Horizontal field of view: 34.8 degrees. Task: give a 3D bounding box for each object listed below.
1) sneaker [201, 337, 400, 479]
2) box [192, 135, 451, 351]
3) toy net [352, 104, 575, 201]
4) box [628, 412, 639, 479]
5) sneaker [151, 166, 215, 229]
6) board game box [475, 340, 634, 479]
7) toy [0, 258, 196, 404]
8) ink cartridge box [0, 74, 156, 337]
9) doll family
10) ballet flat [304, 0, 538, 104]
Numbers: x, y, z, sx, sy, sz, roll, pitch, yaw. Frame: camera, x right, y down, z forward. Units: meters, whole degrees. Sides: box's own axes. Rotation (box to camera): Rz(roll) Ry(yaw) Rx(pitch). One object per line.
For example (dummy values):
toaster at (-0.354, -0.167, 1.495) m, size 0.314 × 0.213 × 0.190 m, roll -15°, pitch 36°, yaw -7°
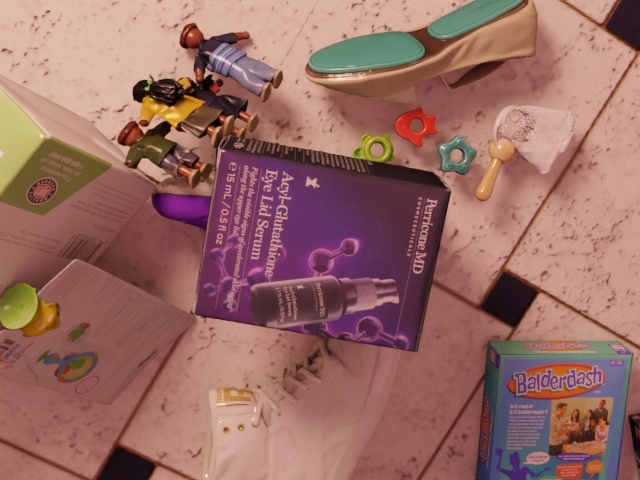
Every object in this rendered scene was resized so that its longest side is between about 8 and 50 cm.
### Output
sneaker at (-0.031, 0.168, 1.087) m, size 0.169 × 0.108 × 0.293 m, roll 19°, pitch 101°, yaw -15°
box at (0.000, 0.000, 0.924) m, size 0.207 × 0.108 × 0.153 m, roll 9°, pitch 102°, yaw -2°
toy net at (0.154, -0.097, 1.087) m, size 0.232 × 0.045 × 0.122 m, roll -24°, pitch 95°, yaw -5°
box at (0.467, 0.300, 1.225) m, size 0.159 × 0.044 × 0.233 m, roll -15°, pitch 105°, yaw -4°
sneaker at (-0.031, 0.008, 1.028) m, size 0.293 × 0.102 × 0.146 m, roll 7°, pitch 102°, yaw 5°
board game box at (0.265, 0.220, 1.174) m, size 0.160 × 0.047 × 0.210 m, roll 2°, pitch 104°, yaw -8°
toy at (-0.234, 0.083, 1.011) m, size 0.137 × 0.237 × 0.056 m, roll -44°, pitch 66°, yaw 3°
ink cartridge box at (-0.341, 0.029, 0.946) m, size 0.119 × 0.207 × 0.353 m, roll 42°, pitch 94°, yaw 19°
doll family at (-0.123, -0.139, 0.992) m, size 0.111 × 0.193 × 0.076 m, roll 29°, pitch 135°, yaw 14°
ballet flat at (0.108, -0.181, 1.043) m, size 0.248 × 0.086 × 0.086 m, roll -19°, pitch 105°, yaw -5°
